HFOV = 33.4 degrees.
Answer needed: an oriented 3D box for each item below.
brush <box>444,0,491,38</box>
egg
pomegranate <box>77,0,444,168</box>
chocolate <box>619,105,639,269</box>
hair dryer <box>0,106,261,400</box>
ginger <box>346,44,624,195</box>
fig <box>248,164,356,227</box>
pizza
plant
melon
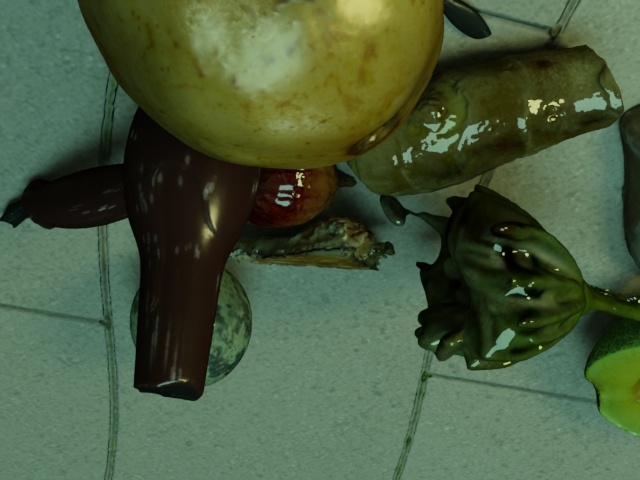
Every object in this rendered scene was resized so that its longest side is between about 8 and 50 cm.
[{"bbox_3d":[0.088,-0.237,0.956,0.063,0.016,0.193,-38,125,27],"label":"brush"},{"bbox_3d":[-0.140,0.094,1.165,0.132,0.132,0.172,-2,146,-4],"label":"egg"},{"bbox_3d":[-0.039,-0.182,0.809,0.307,0.307,0.307,-3,133,-3],"label":"pomegranate"},{"bbox_3d":[0.407,-0.038,1.127,0.156,0.080,0.254,-13,133,6],"label":"chocolate"},{"bbox_3d":[-0.205,-0.001,1.002,0.340,0.313,0.123,-10,153,38],"label":"hair dryer"},{"bbox_3d":[0.147,-0.113,1.014,0.262,0.109,0.117,-16,119,8],"label":"ginger"},{"bbox_3d":[-0.036,-0.057,1.060,0.119,0.119,0.153,-20,156,13],"label":"fig"},{"bbox_3d":[0.000,0.000,1.089,0.185,0.052,0.195,1,174,-14],"label":"pizza"},{"bbox_3d":[0.249,0.027,1.065,0.333,0.251,0.180,-4,105,-12],"label":"plant"},{"bbox_3d":[0.414,0.142,1.278,0.169,0.129,0.265,-1,141,26],"label":"melon"}]
